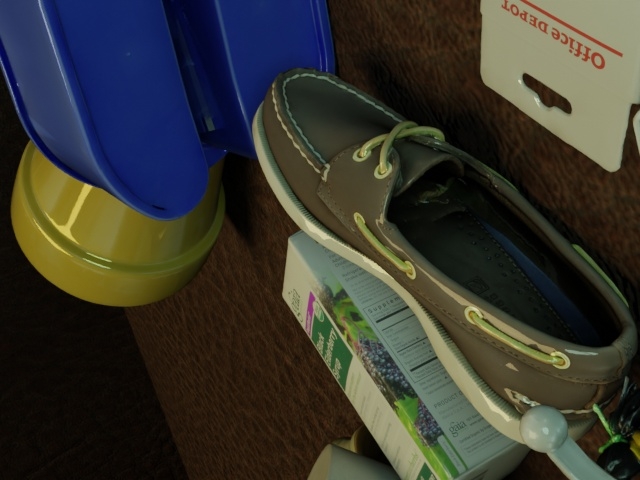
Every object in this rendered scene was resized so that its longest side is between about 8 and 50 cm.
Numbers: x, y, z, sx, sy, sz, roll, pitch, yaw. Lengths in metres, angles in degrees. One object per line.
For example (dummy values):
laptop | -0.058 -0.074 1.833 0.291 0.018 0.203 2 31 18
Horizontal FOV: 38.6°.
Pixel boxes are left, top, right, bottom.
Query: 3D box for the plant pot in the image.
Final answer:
plant pot | -0.217 -0.086 1.066 0.254 0.254 0.239 59 145 18

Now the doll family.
doll family | 0.176 0.122 0.473 0.076 0.111 0.193 51 156 35

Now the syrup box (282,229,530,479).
syrup box | 0.066 0.090 0.738 0.237 0.096 0.093 54 155 27

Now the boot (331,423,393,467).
boot | 0.070 0.306 0.989 0.165 0.077 0.213 127 125 -67

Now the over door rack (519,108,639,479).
over door rack | 0.061 0.129 0.305 0.108 0.239 0.324 21 141 32

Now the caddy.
caddy | -0.135 -0.184 0.727 0.179 0.241 0.341 34 143 48

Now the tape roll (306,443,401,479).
tape roll | 0.043 0.314 0.766 0.169 0.246 0.246 22 153 0

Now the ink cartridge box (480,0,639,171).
ink cartridge box | 0.125 -0.133 0.388 0.104 0.062 0.181 48 153 41

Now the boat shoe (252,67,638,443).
boat shoe | 0.069 -0.018 0.591 0.324 0.117 0.096 50 150 27
